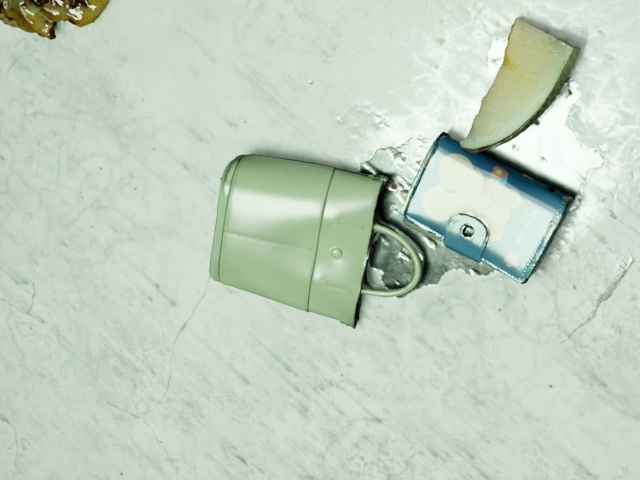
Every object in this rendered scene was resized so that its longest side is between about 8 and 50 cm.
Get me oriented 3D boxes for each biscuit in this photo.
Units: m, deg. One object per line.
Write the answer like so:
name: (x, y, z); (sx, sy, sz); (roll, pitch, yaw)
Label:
biscuit: (-0.459, -0.464, 1.495); (0.334, 0.081, 0.289); (31, 115, 16)

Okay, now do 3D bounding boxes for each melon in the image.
melon: (0.251, -0.183, 1.238); (0.098, 0.054, 0.182); (29, 104, 25)

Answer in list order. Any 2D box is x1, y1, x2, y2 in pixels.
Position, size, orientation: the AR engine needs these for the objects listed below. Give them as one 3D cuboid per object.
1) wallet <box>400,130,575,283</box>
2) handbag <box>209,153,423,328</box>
wallet: (0.219, -0.042, 1.305); (0.202, 0.059, 0.141); (29, 110, 14)
handbag: (0.000, 0.000, 1.427); (0.315, 0.109, 0.241); (13, 112, 8)
